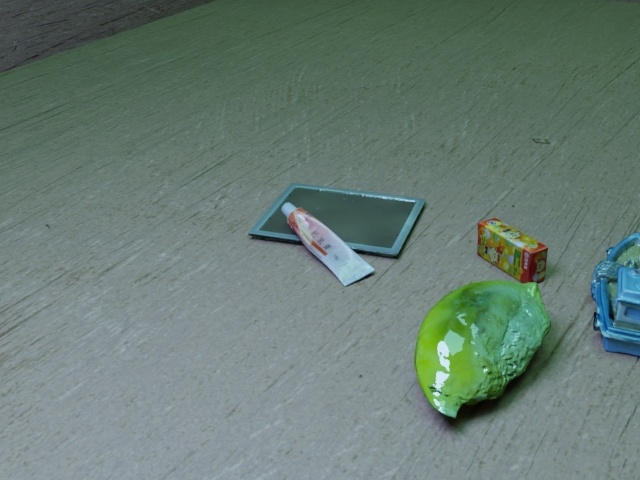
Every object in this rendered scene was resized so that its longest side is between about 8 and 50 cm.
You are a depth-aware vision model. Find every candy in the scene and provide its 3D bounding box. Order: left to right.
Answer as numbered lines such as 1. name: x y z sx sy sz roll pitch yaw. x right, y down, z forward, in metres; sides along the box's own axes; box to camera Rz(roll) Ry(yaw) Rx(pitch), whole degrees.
1. candy: 0.299 0.016 1.209 0.038 0.062 0.122 -18 32 -25

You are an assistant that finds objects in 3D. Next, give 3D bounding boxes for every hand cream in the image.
1. hand cream: -0.001 0.002 1.271 0.052 0.038 0.216 -47 52 -1

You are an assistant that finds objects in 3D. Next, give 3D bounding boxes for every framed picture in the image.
1. framed picture: 0.035 -0.040 1.379 0.274 0.017 0.217 9 32 20

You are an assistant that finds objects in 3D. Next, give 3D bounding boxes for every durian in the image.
1. durian: 0.200 0.125 0.984 0.250 0.101 0.139 -26 37 -35

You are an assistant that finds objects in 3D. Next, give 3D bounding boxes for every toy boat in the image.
1. toy boat: 0.441 0.059 1.084 0.109 0.098 0.238 10 31 16
